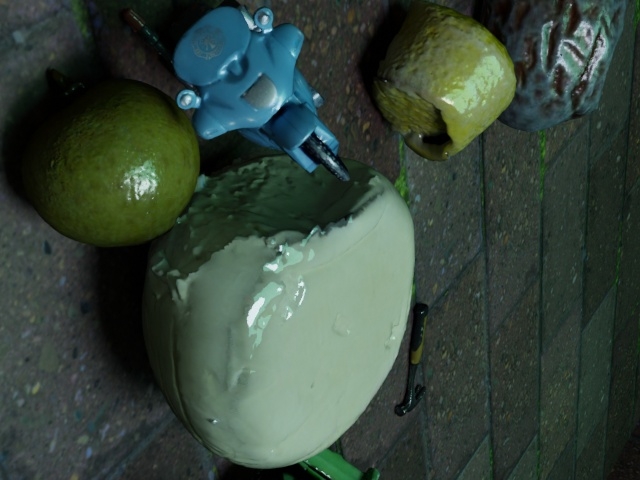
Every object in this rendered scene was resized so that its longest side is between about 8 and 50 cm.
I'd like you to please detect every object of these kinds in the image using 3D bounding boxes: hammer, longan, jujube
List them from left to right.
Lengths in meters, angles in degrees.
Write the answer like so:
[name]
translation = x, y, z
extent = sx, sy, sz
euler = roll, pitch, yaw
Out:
[longan]
translation = -0.190, -0.077, 0.864
extent = 0.145, 0.176, 0.155
euler = -39, -177, 26
[hammer]
translation = 0.164, 0.200, 1.653
extent = 0.078, 0.021, 0.201
euler = -23, 125, -52
[jujube]
translation = 0.354, -0.320, 1.516
extent = 0.246, 0.215, 0.308
euler = -10, 112, -81

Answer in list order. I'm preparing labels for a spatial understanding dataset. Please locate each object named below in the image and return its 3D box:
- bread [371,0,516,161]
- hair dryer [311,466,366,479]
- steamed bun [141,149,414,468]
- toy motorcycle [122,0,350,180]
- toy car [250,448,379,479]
[bread]
translation = 0.161, -0.219, 1.305
extent = 0.170, 0.197, 0.197
euler = -48, 143, -14
[hair dryer]
translation = -0.021, 0.486, 1.442
extent = 0.302, 0.116, 0.244
euler = -33, 129, -37
[steamed bun]
translation = -0.062, 0.068, 1.035
extent = 0.333, 0.233, 0.312
euler = -22, 124, -48
[toy motorcycle]
translation = -0.074, -0.152, 0.897
extent = 0.123, 0.272, 0.182
euler = -45, 128, 3
[toy car]
translation = -0.047, 0.431, 1.279
extent = 0.359, 0.213, 0.176
euler = -58, -170, -13
